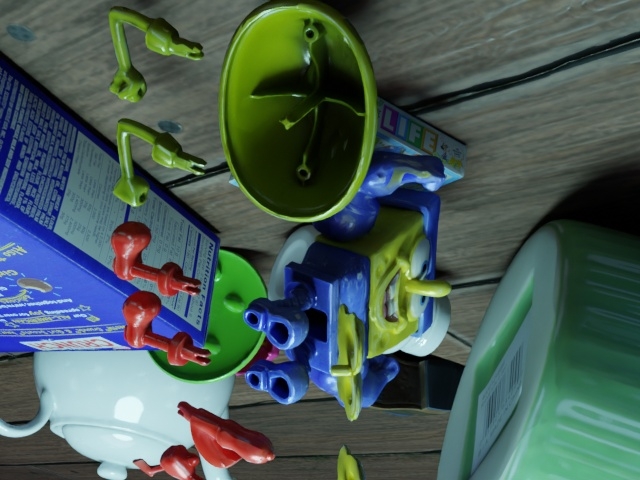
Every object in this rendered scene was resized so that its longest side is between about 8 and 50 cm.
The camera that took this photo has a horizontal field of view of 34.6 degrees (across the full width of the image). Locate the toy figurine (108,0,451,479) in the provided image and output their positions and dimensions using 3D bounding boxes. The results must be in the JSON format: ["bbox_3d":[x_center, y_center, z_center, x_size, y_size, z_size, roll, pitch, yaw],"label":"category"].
[{"bbox_3d":[0.000,0.000,0.704,0.191,0.217,0.362,13,116,30],"label":"toy figurine"}]

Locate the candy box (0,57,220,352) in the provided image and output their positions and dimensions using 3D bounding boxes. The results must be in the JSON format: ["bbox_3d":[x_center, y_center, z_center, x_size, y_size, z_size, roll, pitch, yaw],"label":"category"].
[{"bbox_3d":[-0.279,-0.011,0.860,0.268,0.122,0.317,-5,151,28],"label":"candy box"}]

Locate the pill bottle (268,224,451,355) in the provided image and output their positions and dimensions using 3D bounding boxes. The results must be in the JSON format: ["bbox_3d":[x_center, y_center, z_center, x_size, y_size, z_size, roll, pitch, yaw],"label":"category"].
[{"bbox_3d":[0.037,0.049,0.910,0.152,0.086,0.086,22,154,-27],"label":"pill bottle"}]

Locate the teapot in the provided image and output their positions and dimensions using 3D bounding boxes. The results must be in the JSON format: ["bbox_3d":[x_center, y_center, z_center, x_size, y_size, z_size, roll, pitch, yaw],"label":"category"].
[{"bbox_3d":[-0.227,0.181,1.188,0.256,0.187,0.252,6,156,11],"label":"teapot"}]

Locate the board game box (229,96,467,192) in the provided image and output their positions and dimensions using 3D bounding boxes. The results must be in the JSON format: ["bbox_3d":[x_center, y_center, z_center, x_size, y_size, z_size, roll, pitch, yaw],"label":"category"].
[{"bbox_3d":[0.017,-0.055,0.755,0.103,0.026,0.154,25,153,-29],"label":"board game box"}]

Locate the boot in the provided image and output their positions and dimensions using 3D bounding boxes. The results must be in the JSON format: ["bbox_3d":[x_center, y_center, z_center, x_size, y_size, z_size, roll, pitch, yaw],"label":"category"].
[{"bbox_3d":[0.053,0.164,1.167,0.219,0.082,0.106,17,153,-20],"label":"boot"}]

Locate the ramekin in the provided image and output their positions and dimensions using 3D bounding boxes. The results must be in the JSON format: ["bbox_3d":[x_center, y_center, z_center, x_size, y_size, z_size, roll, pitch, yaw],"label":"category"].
[{"bbox_3d":[0.199,0.130,0.778,0.148,0.303,0.303,19,156,-1],"label":"ramekin"}]

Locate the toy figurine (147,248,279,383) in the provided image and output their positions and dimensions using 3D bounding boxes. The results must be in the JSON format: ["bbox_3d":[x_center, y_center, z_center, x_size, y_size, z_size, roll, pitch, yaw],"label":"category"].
[{"bbox_3d":[-0.106,0.082,1.036,0.173,0.130,0.159,25,172,22],"label":"toy figurine"}]
